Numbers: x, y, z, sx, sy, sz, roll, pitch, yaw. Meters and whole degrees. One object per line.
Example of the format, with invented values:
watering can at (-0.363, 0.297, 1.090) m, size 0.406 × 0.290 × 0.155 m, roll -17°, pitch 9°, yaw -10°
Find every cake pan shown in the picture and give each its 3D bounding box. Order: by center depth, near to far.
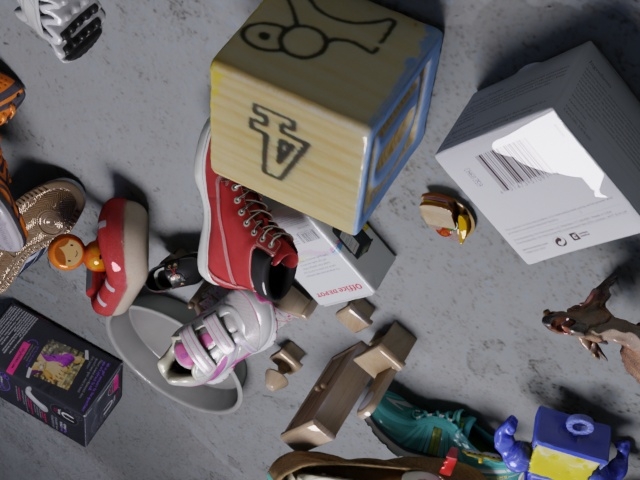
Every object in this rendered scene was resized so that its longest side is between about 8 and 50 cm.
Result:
cake pan at (-0.255, 0.202, 2.141) m, size 0.293 × 0.054 × 0.293 m, roll 23°, pitch 145°, yaw 17°

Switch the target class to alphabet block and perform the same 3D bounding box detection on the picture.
alphabet block at (0.004, -0.158, 1.350) m, size 0.197 × 0.192 × 0.193 m, roll 26°, pitch 144°, yaw 14°

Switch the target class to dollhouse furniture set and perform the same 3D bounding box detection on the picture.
dollhouse furniture set at (-0.089, 0.143, 1.817) m, size 0.355 × 0.174 × 0.303 m, roll 41°, pitch 146°, yaw -10°

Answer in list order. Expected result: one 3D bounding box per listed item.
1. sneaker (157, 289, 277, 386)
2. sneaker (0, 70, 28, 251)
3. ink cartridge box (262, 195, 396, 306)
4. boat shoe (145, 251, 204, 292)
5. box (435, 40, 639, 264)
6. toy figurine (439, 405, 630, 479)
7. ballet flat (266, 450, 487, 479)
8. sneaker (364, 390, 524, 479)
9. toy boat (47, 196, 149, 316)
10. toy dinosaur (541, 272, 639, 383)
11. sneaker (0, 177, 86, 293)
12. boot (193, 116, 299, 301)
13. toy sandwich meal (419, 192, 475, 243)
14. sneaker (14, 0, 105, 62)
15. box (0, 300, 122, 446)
sneaker at (-0.158, 0.155, 1.781) m, size 0.103 × 0.111 × 0.252 m, roll 55°, pitch 130°, yaw 16°
sneaker at (-0.502, -0.144, 1.804) m, size 0.124 × 0.180 × 0.321 m, roll 6°, pitch 134°, yaw 33°
ink cartridge box at (0.000, 0.000, 1.652) m, size 0.127 × 0.072 × 0.175 m, roll -17°, pitch 121°, yaw 49°
boat shoe at (-0.226, 0.053, 1.863) m, size 0.133 × 0.042 × 0.049 m, roll -20°, pitch 85°, yaw 42°
box at (0.258, -0.090, 1.278) m, size 0.182 × 0.119 × 0.181 m, roll 46°, pitch 145°, yaw -18°
toy figurine at (0.361, 0.339, 1.661) m, size 0.362 × 0.191 × 0.217 m, roll 17°, pitch 130°, yaw 4°
ballet flat at (0.085, 0.379, 1.778) m, size 0.342 × 0.116 × 0.124 m, roll 7°, pitch -179°, yaw 5°
sneaker at (0.198, 0.301, 1.863) m, size 0.275 × 0.107 × 0.110 m, roll 26°, pitch 127°, yaw 4°
toy boat at (-0.360, 0.023, 1.892) m, size 0.151 × 0.151 × 0.231 m, roll 6°, pitch 152°, yaw -20°
toy dinosaur at (0.407, 0.140, 1.446) m, size 0.200 × 0.127 × 0.296 m, roll 12°, pitch 153°, yaw 41°
sneaker at (-0.486, -0.031, 2.029) m, size 0.099 × 0.153 × 0.282 m, roll 44°, pitch 115°, yaw -10°
boot at (-0.087, -0.048, 1.561) m, size 0.176 × 0.088 × 0.244 m, roll 14°, pitch 107°, yaw 50°
toy sandwich meal at (0.160, -0.027, 1.521) m, size 0.085 × 0.029 × 0.085 m, roll 23°, pitch 145°, yaw 17°
sneaker at (-0.350, -0.355, 1.492) m, size 0.118 × 0.110 × 0.292 m, roll 35°, pitch 147°, yaw 15°
box at (-0.551, 0.272, 2.399) m, size 0.270 × 0.143 × 0.165 m, roll 29°, pitch 148°, yaw 8°
